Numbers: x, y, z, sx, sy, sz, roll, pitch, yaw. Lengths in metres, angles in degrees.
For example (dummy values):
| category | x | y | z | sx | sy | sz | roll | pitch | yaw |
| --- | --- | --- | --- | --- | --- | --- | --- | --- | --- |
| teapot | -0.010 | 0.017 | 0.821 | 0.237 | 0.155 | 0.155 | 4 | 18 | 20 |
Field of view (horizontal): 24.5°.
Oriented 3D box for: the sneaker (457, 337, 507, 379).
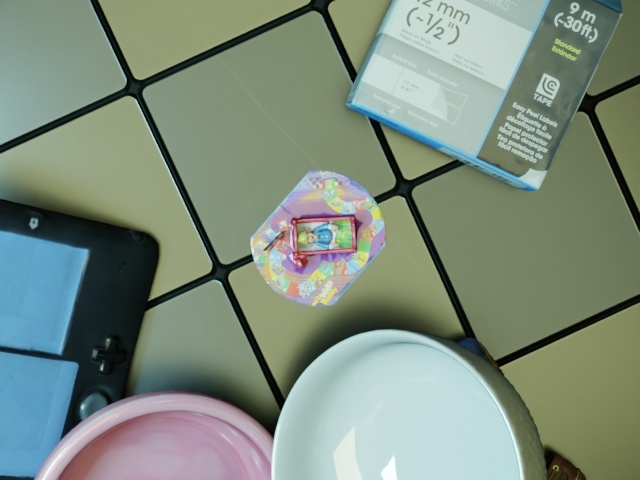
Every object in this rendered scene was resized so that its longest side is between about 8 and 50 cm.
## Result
| category | x | y | z | sx | sy | sz | roll | pitch | yaw |
| --- | --- | --- | --- | --- | --- | --- | --- | --- | --- |
| sneaker | 0.188 | 0.266 | 1.772 | 0.131 | 0.112 | 0.296 | -23 | 68 | 20 |

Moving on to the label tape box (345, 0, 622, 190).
| category | x | y | z | sx | sy | sz | roll | pitch | yaw |
| --- | --- | --- | --- | --- | --- | --- | --- | --- | --- |
| label tape box | 0.214 | -0.266 | 1.763 | 0.249 | 0.115 | 0.348 | 25 | 94 | -4 |

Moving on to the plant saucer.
| category | x | y | z | sx | sy | sz | roll | pitch | yaw |
| --- | --- | --- | --- | --- | --- | --- | --- | --- | --- |
| plant saucer | -0.193 | 0.331 | 1.760 | 0.332 | 0.084 | 0.332 | -5 | 105 | -18 |

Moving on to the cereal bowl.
| category | x | y | z | sx | sy | sz | roll | pitch | yaw |
| --- | --- | --- | --- | --- | --- | --- | --- | --- | --- |
| cereal bowl | 0.116 | 0.269 | 1.687 | 0.339 | 0.141 | 0.339 | -1 | 87 | 35 |

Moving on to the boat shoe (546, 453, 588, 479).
| category | x | y | z | sx | sy | sz | roll | pitch | yaw |
| --- | --- | --- | --- | --- | --- | --- | --- | --- | --- |
| boat shoe | 0.248 | 0.356 | 1.823 | 0.073 | 0.073 | 0.207 | 42 | 83 | -8 |

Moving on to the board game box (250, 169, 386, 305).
| category | x | y | z | sx | sy | sz | roll | pitch | yaw |
| --- | --- | --- | --- | --- | --- | --- | --- | --- | --- |
| board game box | 0.000 | 0.000 | 1.809 | 0.133 | 0.033 | 0.169 | 42 | 92 | -4 |

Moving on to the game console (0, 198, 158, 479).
| category | x | y | z | sx | sy | sz | roll | pitch | yaw |
| --- | --- | --- | --- | --- | --- | --- | --- | --- | --- |
| game console | -0.373 | 0.126 | 1.678 | 0.386 | 0.060 | 0.342 | 15 | 95 | -45 |
